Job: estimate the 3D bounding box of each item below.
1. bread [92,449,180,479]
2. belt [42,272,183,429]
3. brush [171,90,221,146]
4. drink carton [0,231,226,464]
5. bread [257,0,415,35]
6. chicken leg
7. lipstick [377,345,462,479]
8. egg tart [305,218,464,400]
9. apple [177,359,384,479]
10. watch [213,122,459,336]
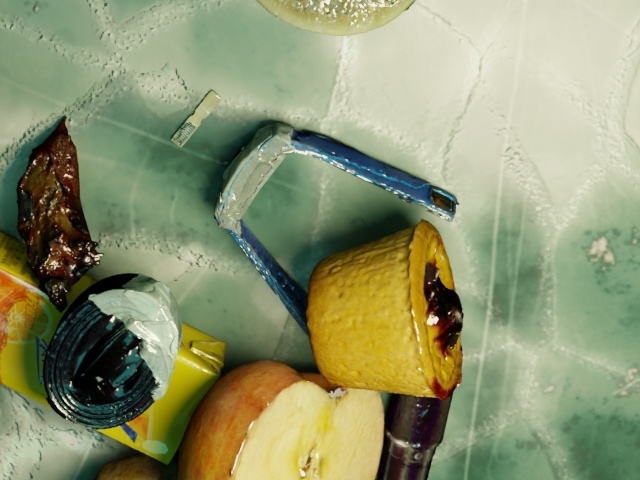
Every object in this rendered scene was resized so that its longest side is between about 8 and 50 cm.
[{"bbox_3d":[-0.210,0.375,2.018,0.230,0.123,0.230,-1,115,-2],"label":"bread"},{"bbox_3d":[-0.244,0.132,1.831,0.151,0.078,0.198,32,106,-9],"label":"belt"},{"bbox_3d":[-0.152,-0.148,1.867,0.016,0.013,0.084,39,107,-10],"label":"brush"},{"bbox_3d":[-0.308,0.130,1.929,0.351,0.111,0.155,27,110,-8],"label":"drink carton"},{"bbox_3d":[0.018,-0.361,1.760,0.266,0.040,0.267,1,111,2],"label":"bread"},{"bbox_3d":[-0.321,-0.028,1.855,0.105,0.063,0.234,-21,69,16],"label":"chicken leg"},{"bbox_3d":[0.117,0.257,1.977,0.081,0.081,0.300,12,111,-2],"label":"lipstick"},{"bbox_3d":[0.084,0.085,1.804,0.170,0.215,0.215,-6,112,18],"label":"egg tart"},{"bbox_3d":[-0.071,0.258,1.895,0.163,0.293,0.251,18,87,36],"label":"apple"},{"bbox_3d":[-0.011,0.007,1.901,0.274,0.068,0.276,25,110,-12],"label":"watch"}]
